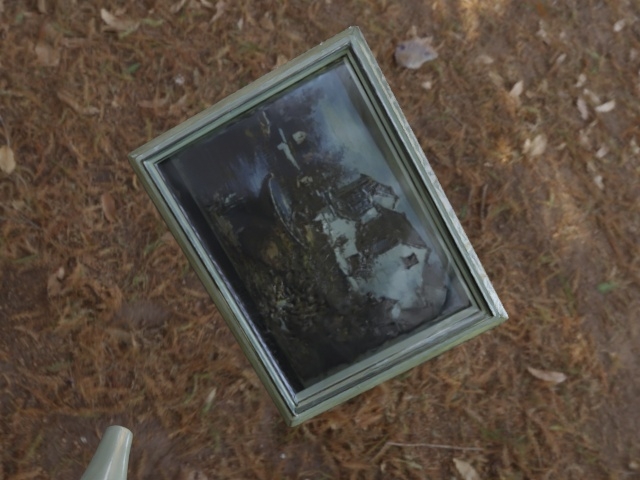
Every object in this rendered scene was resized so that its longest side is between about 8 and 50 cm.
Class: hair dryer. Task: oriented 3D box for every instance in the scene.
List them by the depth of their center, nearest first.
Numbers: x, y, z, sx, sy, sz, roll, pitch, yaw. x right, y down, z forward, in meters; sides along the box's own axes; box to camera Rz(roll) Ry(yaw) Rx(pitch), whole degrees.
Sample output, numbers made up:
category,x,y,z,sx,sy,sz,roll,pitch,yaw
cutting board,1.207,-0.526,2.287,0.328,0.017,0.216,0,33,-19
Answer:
category,x,y,z,sx,sy,sz,roll,pitch,yaw
hair dryer,-0.173,0.274,0.678,0.199,0.067,0.167,19,30,-28

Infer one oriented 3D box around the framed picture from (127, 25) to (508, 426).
category,x,y,z,sx,sy,sz,roll,pitch,yaw
framed picture,0.000,0.000,0.566,0.232,0.019,0.296,-29,99,7
